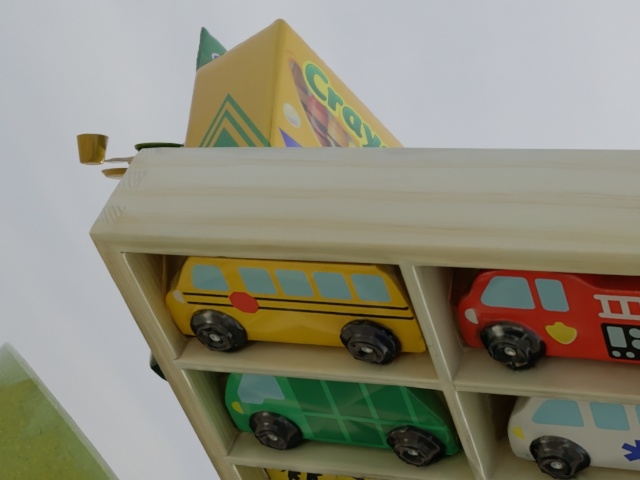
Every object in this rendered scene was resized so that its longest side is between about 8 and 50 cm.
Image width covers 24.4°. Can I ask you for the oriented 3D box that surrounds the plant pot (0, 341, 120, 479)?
[{"bbox_3d":[-0.194,0.248,0.745,0.275,0.293,0.275,49,-14,16],"label":"plant pot"}]

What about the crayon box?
[{"bbox_3d":[0.000,0.000,0.970,0.203,0.083,0.323,43,31,-33],"label":"crayon box"}]

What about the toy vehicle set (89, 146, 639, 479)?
[{"bbox_3d":[0.085,0.048,0.399,0.267,0.035,0.166,2,-44,26],"label":"toy vehicle set"}]

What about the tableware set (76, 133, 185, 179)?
[{"bbox_3d":[-0.121,-0.060,1.084,0.104,0.024,0.154,-2,-5,27],"label":"tableware set"}]
